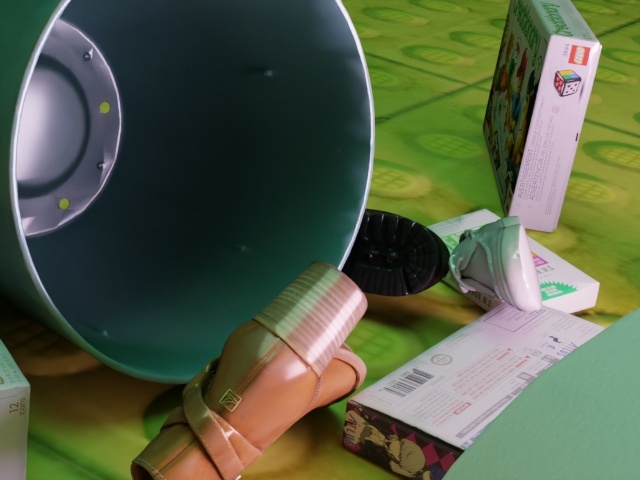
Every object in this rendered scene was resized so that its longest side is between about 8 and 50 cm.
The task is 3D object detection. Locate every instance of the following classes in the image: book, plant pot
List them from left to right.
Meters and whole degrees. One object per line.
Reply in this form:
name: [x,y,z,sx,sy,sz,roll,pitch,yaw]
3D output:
plant pot: [-0.147,-0.069,0.812,0.293,0.293,0.235,-15,19,-43]
book: [0.152,0.025,0.999,0.096,0.035,0.144,-13,33,-33]

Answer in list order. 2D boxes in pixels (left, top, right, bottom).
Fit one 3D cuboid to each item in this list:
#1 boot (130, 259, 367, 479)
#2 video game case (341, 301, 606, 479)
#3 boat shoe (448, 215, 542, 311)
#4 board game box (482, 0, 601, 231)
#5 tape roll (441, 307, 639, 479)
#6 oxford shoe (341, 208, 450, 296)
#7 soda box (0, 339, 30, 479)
boot: [-0.045,0.100,0.685,0.073,0.197,0.152,38,71,14]
video game case: [0.164,0.119,0.770,0.210,0.041,0.232,21,26,30]
boat shoe: [0.129,0.016,0.884,0.063,0.066,0.184,-15,12,9]
board game box: [0.226,-0.156,1.228,0.053,0.193,0.305,9,23,-1]
tape roll: [0.158,0.152,0.402,0.286,0.286,0.100,-2,26,-24]
oxford shoe: [0.000,0.000,0.962,0.227,0.082,0.096,19,5,22]
soda box: [-0.242,0.069,0.700,0.069,0.073,0.216,-7,28,-32]
